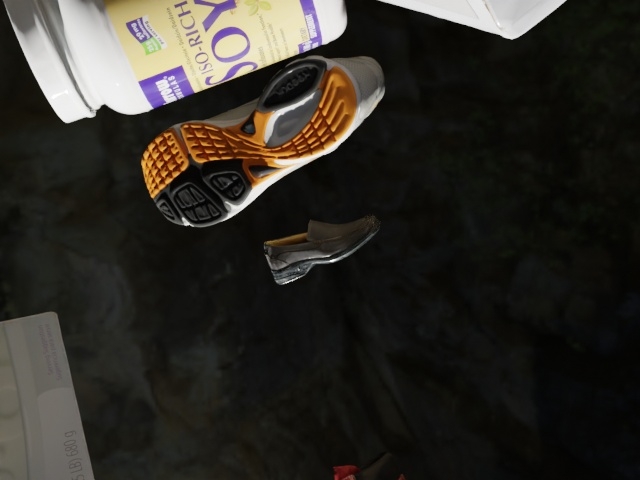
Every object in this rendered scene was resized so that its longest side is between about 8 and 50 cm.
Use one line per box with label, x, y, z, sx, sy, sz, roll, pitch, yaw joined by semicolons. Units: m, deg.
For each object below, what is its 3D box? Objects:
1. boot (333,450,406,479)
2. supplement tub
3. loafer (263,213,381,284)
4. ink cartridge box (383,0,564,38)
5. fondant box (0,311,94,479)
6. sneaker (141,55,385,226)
boot;0.034;0.372;1.411;0.244;0.176;0.088;-41;-172;-32
supplement tub;-0.161;-0.281;1.294;0.331;0.241;0.241;-21;-152;-1
loafer;0.000;0.000;1.620;0.170;0.061;0.062;-26;-168;13
ink cartridge box;0.107;-0.228;0.553;0.303;0.072;0.307;-40;-148;-7
fondant box;-0.336;0.205;0.871;0.330;0.238;0.096;-12;178;-29
sneaker;-0.047;-0.091;1.083;0.262;0.099;0.121;-22;-176;34
